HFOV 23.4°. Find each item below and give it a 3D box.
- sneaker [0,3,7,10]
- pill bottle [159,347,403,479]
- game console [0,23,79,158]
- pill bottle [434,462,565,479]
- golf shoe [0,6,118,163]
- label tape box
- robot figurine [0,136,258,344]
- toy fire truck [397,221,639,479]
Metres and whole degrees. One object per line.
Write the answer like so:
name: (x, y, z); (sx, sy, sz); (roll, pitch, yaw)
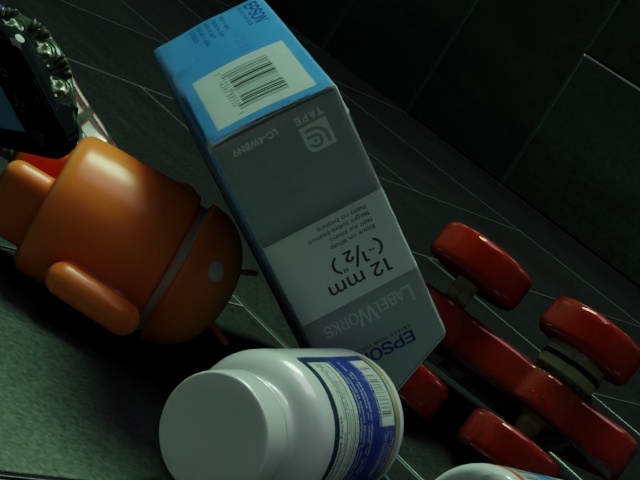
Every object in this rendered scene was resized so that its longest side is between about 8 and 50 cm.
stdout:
sneaker: (-0.432, -0.252, 1.658); (0.293, 0.102, 0.146); (33, 7, -16)
pill bottle: (-0.028, 0.130, 1.073); (0.112, 0.112, 0.186); (37, 13, 25)
game console: (-0.298, -0.134, 1.164); (0.361, 0.044, 0.213); (13, -36, 52)
pill bottle: (0.171, 0.236, 1.115); (0.221, 0.124, 0.124); (20, 17, -44)
golf shoe: (-0.241, -0.086, 1.400); (0.273, 0.105, 0.120); (56, -3, 17)
label tape box: (0.000, 0.000, 1.270); (0.348, 0.115, 0.249); (62, -3, -28)
robot figurine: (-0.155, 0.000, 1.236); (0.219, 0.128, 0.158); (30, -1, -8)
toy fire truck: (0.175, 0.129, 1.513); (0.302, 0.169, 0.254); (36, -6, 13)
